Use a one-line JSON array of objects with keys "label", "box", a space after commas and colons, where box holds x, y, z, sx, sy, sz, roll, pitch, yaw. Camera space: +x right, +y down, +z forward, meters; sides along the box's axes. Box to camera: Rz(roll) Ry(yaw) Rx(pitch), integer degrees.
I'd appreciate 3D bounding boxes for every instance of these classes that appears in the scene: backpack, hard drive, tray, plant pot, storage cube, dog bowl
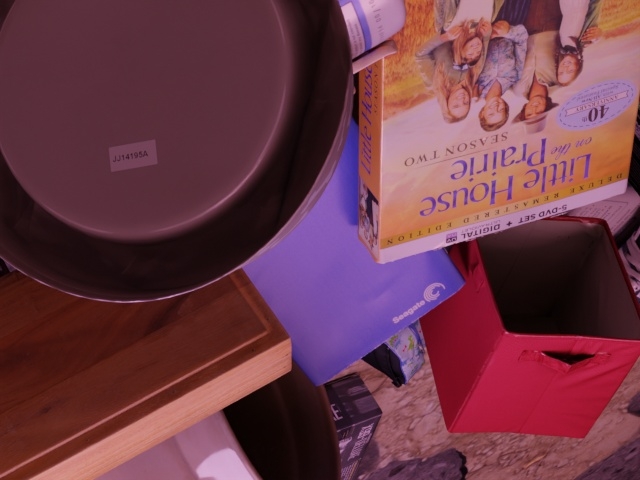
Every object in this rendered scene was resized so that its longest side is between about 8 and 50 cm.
[{"label": "backpack", "box": [0.087, 0.119, 2.202, 0.084, 0.105, 0.114, -51, 156, -16]}, {"label": "hard drive", "box": [0.000, 0.000, 1.844, 0.210, 0.040, 0.318, -35, 128, 3]}, {"label": "tray", "box": [-0.254, 0.125, 1.584, 0.411, 0.203, 0.076, -28, 153, -17]}, {"label": "plant pot", "box": [-0.172, 0.207, 1.895, 0.280, 0.323, 0.323, -25, 156, 19]}, {"label": "storage cube", "box": [0.240, 0.101, 1.982, 0.184, 0.215, 0.193, 4, 138, -18]}, {"label": "dog bowl", "box": [-0.132, -0.121, 1.344, 0.349, 0.348, 0.102, -38, 165, 9]}]

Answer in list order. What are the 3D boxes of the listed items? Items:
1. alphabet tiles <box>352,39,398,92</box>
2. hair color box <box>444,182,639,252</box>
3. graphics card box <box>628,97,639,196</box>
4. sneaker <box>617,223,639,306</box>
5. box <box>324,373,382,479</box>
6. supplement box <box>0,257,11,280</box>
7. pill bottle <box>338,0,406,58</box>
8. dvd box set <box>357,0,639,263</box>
[{"label": "alphabet tiles", "box": [-0.067, -0.108, 1.570, 0.278, 0.021, 0.284, -31, -170, -13]}, {"label": "hair color box", "box": [0.328, -0.042, 2.183, 0.374, 0.113, 0.185, 3, 136, -48]}, {"label": "graphics card box", "box": [0.468, -0.194, 1.958, 0.094, 0.233, 0.371, -11, 144, -37]}, {"label": "sneaker", "box": [0.384, 0.050, 2.156, 0.282, 0.099, 0.153, -31, 159, -18]}, {"label": "box", "box": [-0.062, 0.334, 2.413, 0.242, 0.076, 0.307, -19, 149, -26]}, {"label": "supplement box", "box": [-0.422, 0.050, 1.579, 0.239, 0.073, 0.130, -1, 138, -48]}, {"label": "pill bottle", "box": [-0.076, -0.185, 1.481, 0.272, 0.152, 0.152, -31, 152, -6]}, {"label": "dvd box set", "box": [0.185, -0.185, 1.708, 0.308, 0.062, 0.420, -15, 133, -17]}]
